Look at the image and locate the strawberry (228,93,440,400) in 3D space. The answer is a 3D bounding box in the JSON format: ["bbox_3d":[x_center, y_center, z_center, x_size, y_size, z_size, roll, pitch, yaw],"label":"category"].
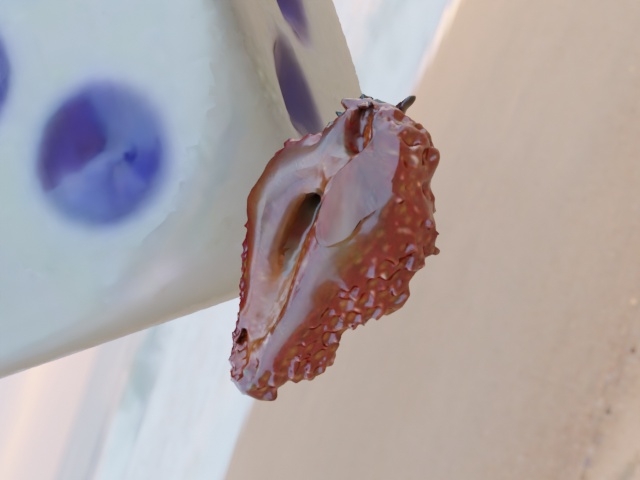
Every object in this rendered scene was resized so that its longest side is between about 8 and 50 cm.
[{"bbox_3d":[-0.002,-0.001,0.696,0.104,0.048,0.152,22,82,44],"label":"strawberry"}]

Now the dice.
[{"bbox_3d":[-0.156,-0.089,0.912,0.277,0.304,0.304,-17,-92,-76],"label":"dice"}]
